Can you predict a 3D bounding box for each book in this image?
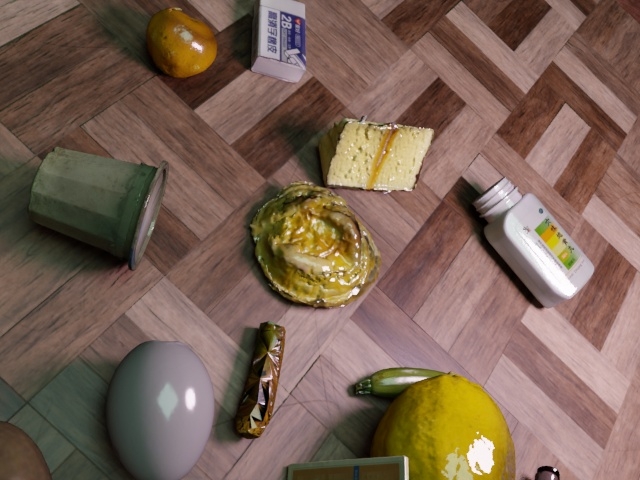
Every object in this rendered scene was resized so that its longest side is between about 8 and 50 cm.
[{"bbox_3d":[0.041,0.461,1.205,0.018,0.242,0.170,37,47,-47],"label":"book"}]

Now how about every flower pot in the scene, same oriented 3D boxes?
[{"bbox_3d":[-0.397,-0.073,1.273,0.203,0.212,0.212,18,58,-3],"label":"flower pot"}]

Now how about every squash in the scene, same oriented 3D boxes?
[{"bbox_3d":[0.191,0.296,1.458,0.252,0.066,0.066,8,62,-24],"label":"squash"}]

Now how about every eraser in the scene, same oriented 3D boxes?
[{"bbox_3d":[-0.100,-0.493,1.700,0.125,0.068,0.210,10,62,-21],"label":"eraser"}]

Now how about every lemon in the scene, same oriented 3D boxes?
[{"bbox_3d":[0.222,0.402,1.305,0.286,0.285,0.316,8,27,-24],"label":"lemon"}]

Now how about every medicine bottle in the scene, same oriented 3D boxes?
[{"bbox_3d":[0.520,-0.003,1.749,0.179,0.124,0.324,-37,85,-35],"label":"medicine bottle"}]

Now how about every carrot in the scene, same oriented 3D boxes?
[{"bbox_3d":[-0.109,0.257,1.323,0.069,0.069,0.228,22,56,-17],"label":"carrot"}]

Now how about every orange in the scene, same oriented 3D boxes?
[{"bbox_3d":[-0.305,-0.426,1.528,0.157,0.134,0.156,38,12,-10],"label":"orange"}]

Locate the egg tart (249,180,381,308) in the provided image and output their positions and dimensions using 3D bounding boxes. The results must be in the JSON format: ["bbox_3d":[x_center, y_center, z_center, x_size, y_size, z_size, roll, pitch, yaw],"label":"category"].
[{"bbox_3d":[0.000,0.000,1.477,0.297,0.132,0.296,9,62,-17],"label":"egg tart"}]

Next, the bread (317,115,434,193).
[{"bbox_3d":[0.125,-0.202,1.646,0.266,0.142,0.178,3,106,-28],"label":"bread"}]

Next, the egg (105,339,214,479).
[{"bbox_3d":[-0.262,0.284,1.159,0.176,0.176,0.231,1,70,-27],"label":"egg"}]

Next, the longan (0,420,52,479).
[{"bbox_3d":[-0.491,0.379,0.967,0.246,0.215,0.246,23,40,-21],"label":"longan"}]

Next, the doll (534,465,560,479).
[{"bbox_3d":[0.441,0.581,1.416,0.182,0.117,0.257,41,54,-2],"label":"doll"}]
